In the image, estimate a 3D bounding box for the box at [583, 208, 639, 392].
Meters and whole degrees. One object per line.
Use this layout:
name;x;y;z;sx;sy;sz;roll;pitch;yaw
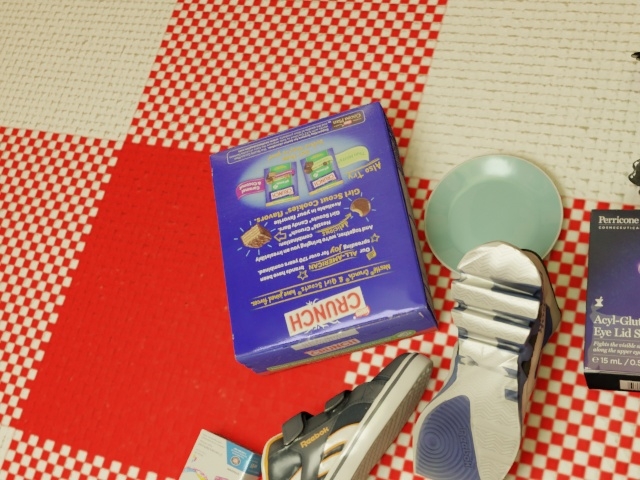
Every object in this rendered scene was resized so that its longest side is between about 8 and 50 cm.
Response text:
box;0.396;0.073;0.990;0.153;0.108;0.207;0;70;21

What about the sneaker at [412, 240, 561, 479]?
sneaker;0.224;0.145;1.020;0.127;0.182;0.315;19;106;28

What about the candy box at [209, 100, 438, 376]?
candy box;0.000;0.000;1.161;0.268;0.122;0.317;-16;64;13

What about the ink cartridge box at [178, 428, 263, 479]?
ink cartridge box;-0.140;0.330;1.119;0.089;0.052;0.122;18;78;25

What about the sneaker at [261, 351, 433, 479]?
sneaker;0.010;0.256;1.051;0.127;0.126;0.321;34;85;23

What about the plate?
plate;0.236;-0.030;1.140;0.188;0.024;0.188;-8;67;19

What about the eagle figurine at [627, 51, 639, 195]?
eagle figurine;0.547;-0.170;1.014;0.298;0.225;0.226;-16;16;46
